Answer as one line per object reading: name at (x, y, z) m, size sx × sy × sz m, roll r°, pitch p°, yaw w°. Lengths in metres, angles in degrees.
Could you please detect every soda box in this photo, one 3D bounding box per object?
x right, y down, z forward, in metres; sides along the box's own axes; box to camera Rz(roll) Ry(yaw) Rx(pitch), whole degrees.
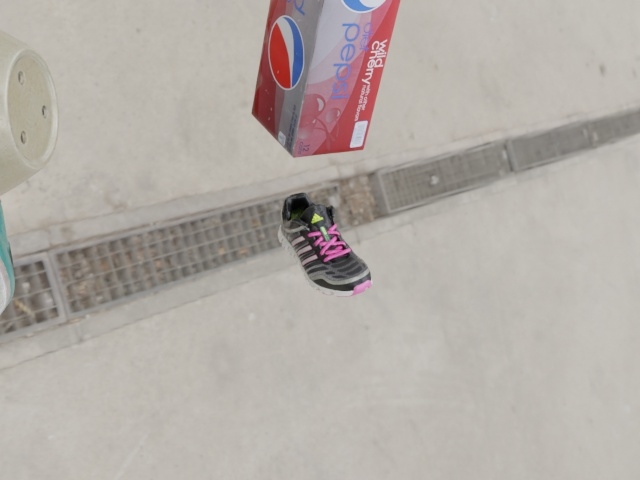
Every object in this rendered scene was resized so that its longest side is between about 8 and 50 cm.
soda box at (0.011, -0.210, 0.770) m, size 0.083 × 0.263 × 0.092 m, roll -9°, pitch 40°, yaw -30°

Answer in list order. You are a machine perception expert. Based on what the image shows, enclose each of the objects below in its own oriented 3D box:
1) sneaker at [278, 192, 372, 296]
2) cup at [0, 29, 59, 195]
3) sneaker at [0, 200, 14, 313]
sneaker at (0.000, 0.000, 0.997) m, size 0.063 × 0.170 × 0.075 m, roll -20°, pitch 129°, yaw -21°
cup at (-0.507, -0.180, 1.206) m, size 0.331 × 0.237 × 0.331 m, roll -1°, pitch 90°, yaw -83°
sneaker at (-0.403, -0.057, 0.896) m, size 0.121 × 0.108 × 0.302 m, roll -134°, pitch -155°, yaw -75°
